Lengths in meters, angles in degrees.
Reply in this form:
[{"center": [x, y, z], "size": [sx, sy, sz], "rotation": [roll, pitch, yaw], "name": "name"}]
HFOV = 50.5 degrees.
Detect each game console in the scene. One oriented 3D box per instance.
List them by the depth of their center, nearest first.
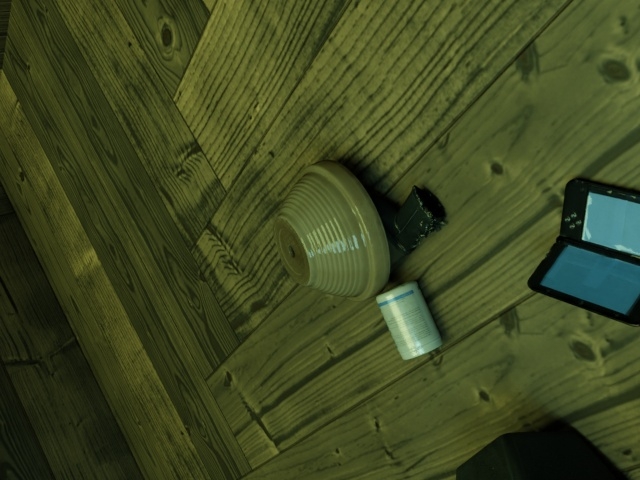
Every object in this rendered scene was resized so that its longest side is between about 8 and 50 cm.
[{"center": [0.321, 0.008, 0.768], "size": [0.144, 0.085, 0.124], "rotation": [22, 122, 43], "name": "game console"}]

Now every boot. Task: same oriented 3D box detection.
[{"center": [0.124, -0.045, 1.014], "size": [0.121, 0.045, 0.099], "rotation": [51, 140, 14], "name": "boot"}]

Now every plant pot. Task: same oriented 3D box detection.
[{"center": [0.282, 0.352, 0.886], "size": [0.188, 0.187, 0.167], "rotation": [120, 147, -44], "name": "plant pot"}, {"center": [0.000, 0.000, 1.085], "size": [0.237, 0.109, 0.237], "rotation": [46, 149, 38], "name": "plant pot"}]

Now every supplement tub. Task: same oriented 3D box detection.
[{"center": [0.137, 0.122, 1.049], "size": [0.071, 0.071, 0.107], "rotation": [-29, 82, 51], "name": "supplement tub"}]
